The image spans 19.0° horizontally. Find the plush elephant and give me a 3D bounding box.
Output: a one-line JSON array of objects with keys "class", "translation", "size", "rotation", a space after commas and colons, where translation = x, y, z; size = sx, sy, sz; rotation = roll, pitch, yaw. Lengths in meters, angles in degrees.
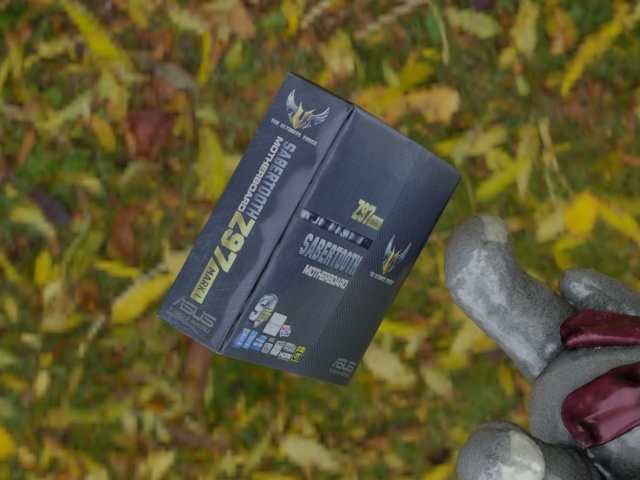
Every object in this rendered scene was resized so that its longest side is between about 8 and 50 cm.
[{"class": "plush elephant", "translation": [0.278, 0.104, 1.386], "size": [0.330, 0.272, 0.255], "rotation": [39, 122, -24]}]

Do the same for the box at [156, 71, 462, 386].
[{"class": "box", "translation": [0.000, 0.000, 1.313], "size": [0.183, 0.059, 0.233], "rotation": [-62, 157, 1]}]
